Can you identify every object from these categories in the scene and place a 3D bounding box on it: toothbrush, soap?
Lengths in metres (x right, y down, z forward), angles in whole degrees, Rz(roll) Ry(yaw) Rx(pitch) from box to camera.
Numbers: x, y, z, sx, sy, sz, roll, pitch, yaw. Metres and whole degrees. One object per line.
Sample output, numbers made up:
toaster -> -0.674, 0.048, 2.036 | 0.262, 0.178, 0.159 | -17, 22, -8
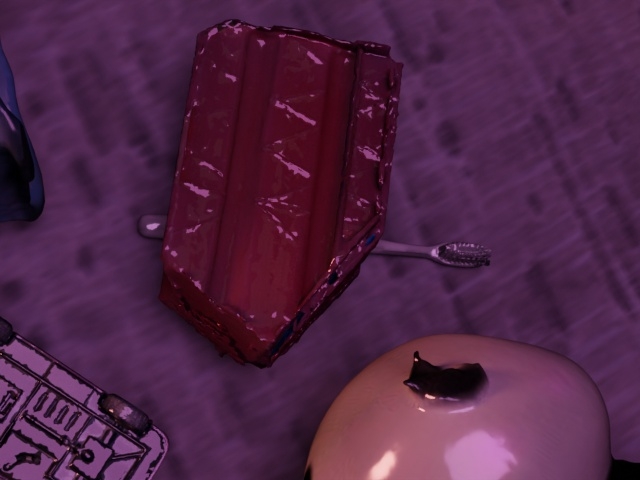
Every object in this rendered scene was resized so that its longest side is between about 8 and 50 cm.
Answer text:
toothbrush -> 0.000, 0.000, 1.072 | 0.288, 0.024, 0.021 | 5, 76, -15
soap -> -0.035, -0.033, 1.010 | 0.162, 0.099, 0.249 | 13, 67, -10

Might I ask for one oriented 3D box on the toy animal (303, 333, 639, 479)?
toy animal -> 0.133, 0.206, 0.943 | 0.310, 0.251, 0.251 | 35, 72, -12

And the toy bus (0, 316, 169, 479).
toy bus -> -0.209, 0.122, 0.946 | 0.199, 0.108, 0.096 | 34, 77, -5

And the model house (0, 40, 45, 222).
model house -> -0.350, -0.107, 0.890 | 0.303, 0.215, 0.237 | -14, 76, -16
